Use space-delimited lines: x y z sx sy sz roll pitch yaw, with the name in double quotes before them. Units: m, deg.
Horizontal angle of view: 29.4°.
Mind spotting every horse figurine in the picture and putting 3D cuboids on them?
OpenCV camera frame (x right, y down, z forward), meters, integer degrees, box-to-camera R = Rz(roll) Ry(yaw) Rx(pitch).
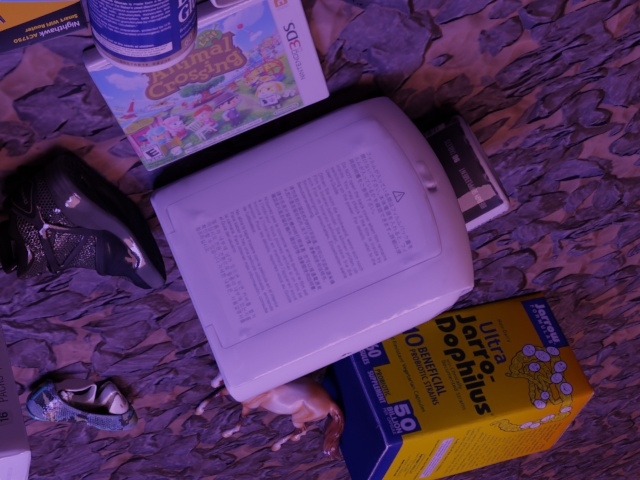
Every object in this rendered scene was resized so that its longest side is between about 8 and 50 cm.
"horse figurine" -0.064 0.249 1.834 0.263 0.066 0.174 21 132 -21

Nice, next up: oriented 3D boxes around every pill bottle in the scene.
"pill bottle" 0.090 -0.036 1.450 0.245 0.130 0.130 -30 150 11
"pill bottle" -0.151 -0.227 1.012 0.094 0.094 0.169 -16 150 -12

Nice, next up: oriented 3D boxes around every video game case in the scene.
"video game case" -0.106 -0.163 1.217 0.212 0.023 0.193 -22 150 0

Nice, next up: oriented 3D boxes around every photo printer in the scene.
"photo printer" 0.000 0.000 1.331 0.307 0.256 0.107 -24 170 2

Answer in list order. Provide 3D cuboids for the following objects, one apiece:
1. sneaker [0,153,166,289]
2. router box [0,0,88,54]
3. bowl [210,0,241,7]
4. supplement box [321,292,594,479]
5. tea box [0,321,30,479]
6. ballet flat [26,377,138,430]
"sneaker" -0.262 0.002 1.321 0.130 0.087 0.227 -28 147 12
"router box" -0.292 -0.206 0.999 0.178 0.046 0.133 -18 150 -8
"bowl" -0.047 -0.275 1.018 0.142 0.053 0.142 -31 154 -28
"supplement box" 0.207 0.240 1.912 0.356 0.194 0.195 -11 149 -21
"tea box" -0.469 0.132 1.142 0.323 0.329 0.220 -7 147 -24
"ballet flat" -0.311 0.221 1.666 0.070 0.070 0.188 -39 150 27
